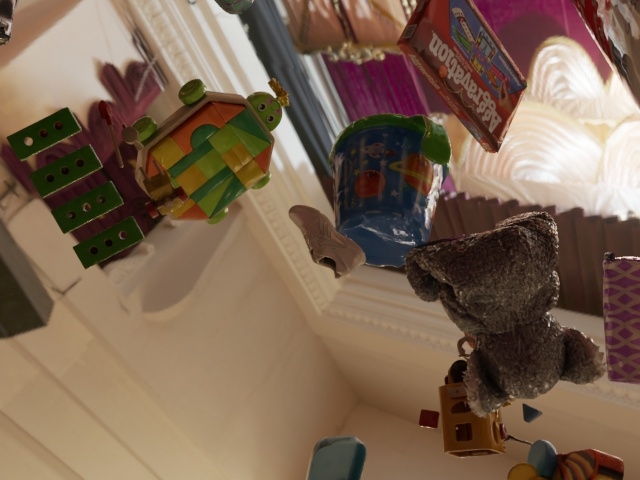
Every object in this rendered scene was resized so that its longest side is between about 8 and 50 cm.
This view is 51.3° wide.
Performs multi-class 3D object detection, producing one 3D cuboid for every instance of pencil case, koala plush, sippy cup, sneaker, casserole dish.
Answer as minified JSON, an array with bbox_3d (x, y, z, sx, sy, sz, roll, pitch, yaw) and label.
[{"bbox_3d":[0.482,0.121,1.018,0.087,0.205,0.088,1,175,-20],"label":"pencil case"},{"bbox_3d":[0.225,0.093,0.802,0.196,0.221,0.203,-17,-179,3],"label":"koala plush"},{"bbox_3d":[0.122,-0.080,1.256,0.240,0.305,0.224,1,-130,11],"label":"sippy cup"},{"bbox_3d":[-0.125,-0.365,0.922,0.151,0.065,0.070,-120,-133,-83],"label":"pencil case"},{"bbox_3d":[0.000,0.000,1.081,0.152,0.053,0.061,40,-116,14],"label":"sneaker"},{"bbox_3d":[0.025,0.451,1.315,0.114,0.188,0.037,-1,-150,-20],"label":"casserole dish"}]

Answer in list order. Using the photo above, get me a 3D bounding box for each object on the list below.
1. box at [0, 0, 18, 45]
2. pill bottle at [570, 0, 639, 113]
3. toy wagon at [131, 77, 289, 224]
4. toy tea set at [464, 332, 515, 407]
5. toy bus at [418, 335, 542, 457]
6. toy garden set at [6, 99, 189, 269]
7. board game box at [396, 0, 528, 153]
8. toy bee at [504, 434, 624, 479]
[{"bbox_3d":[-0.408,-0.416,0.355,0.481,0.471,0.297,16,-173,6],"label":"box"},{"bbox_3d":[0.297,-0.242,0.498,0.229,0.229,0.407,-16,-140,15],"label":"pill bottle"},{"bbox_3d":[-0.199,-0.192,1.328,0.344,0.267,0.068,-38,-139,-2],"label":"toy wagon"},{"bbox_3d":[0.449,0.216,1.399,0.336,0.199,0.124,-7,161,-38],"label":"toy tea set"},{"bbox_3d":[0.258,0.279,1.165,0.202,0.104,0.190,36,-89,39],"label":"toy bus"},{"bbox_3d":[-0.358,-0.107,1.107,0.204,0.244,0.049,-29,-173,-6],"label":"toy garden set"},{"bbox_3d":[0.232,-0.274,1.045,0.027,0.281,0.145,13,-108,48],"label":"board game box"},{"bbox_3d":[0.419,0.442,1.171,0.196,0.298,0.162,12,-106,12],"label":"toy bee"}]
